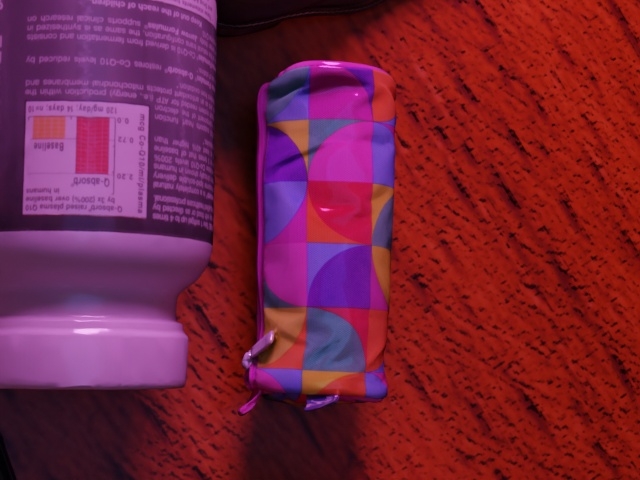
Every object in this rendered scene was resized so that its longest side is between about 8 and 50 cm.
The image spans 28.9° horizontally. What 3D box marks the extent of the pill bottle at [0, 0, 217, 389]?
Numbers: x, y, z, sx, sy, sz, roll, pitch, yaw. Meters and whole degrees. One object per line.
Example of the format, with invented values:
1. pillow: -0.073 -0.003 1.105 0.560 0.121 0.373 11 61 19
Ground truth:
1. pill bottle: -0.144 -0.051 0.751 0.162 0.162 0.278 3 84 -17

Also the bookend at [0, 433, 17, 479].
1. bookend: -0.253 0.150 0.703 0.156 0.157 0.072 -20 91 -17

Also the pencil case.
1. pencil case: 0.000 0.000 0.825 0.104 0.104 0.236 5 82 -16

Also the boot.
1. boot: 0.018 -0.201 0.842 0.219 0.106 0.082 -25 93 -17
